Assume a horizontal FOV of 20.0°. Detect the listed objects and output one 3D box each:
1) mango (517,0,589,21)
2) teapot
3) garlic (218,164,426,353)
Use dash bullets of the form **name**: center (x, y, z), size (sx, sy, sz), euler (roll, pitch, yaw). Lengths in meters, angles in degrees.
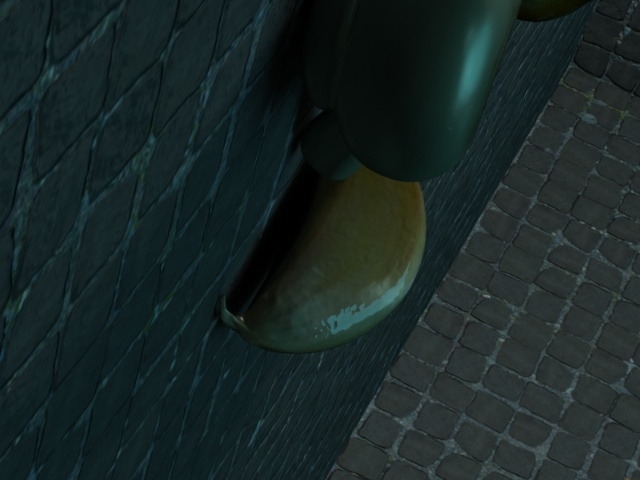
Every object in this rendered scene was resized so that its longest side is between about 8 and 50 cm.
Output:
- **mango**: center (0.255, -0.332, 1.883), size (0.316, 0.193, 0.146), euler (-52, 128, -50)
- **teapot**: center (0.055, -0.119, 1.413), size (0.220, 0.149, 0.318), euler (-65, 174, -50)
- **garlic**: center (0.003, 0.013, 1.658), size (0.245, 0.145, 0.164), euler (-58, 138, -26)
